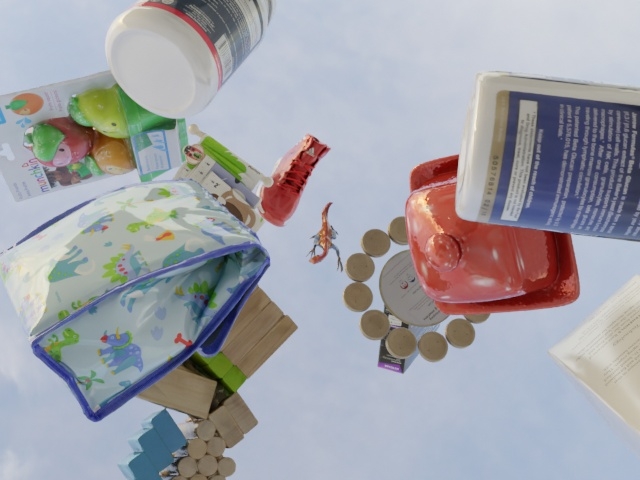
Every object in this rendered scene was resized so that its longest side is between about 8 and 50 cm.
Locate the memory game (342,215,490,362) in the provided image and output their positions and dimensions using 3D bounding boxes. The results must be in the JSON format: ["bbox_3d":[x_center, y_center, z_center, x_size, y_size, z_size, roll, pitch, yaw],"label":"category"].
[{"bbox_3d":[0.117,0.056,1.064,0.186,0.012,0.186,4,-113,-9],"label":"memory game"}]

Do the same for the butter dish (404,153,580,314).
[{"bbox_3d":[0.138,0.000,0.822,0.118,0.160,0.160,-17,-83,-51],"label":"butter dish"}]

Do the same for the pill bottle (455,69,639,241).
[{"bbox_3d":[0.172,-0.048,0.540,0.169,0.094,0.094,7,-120,5],"label":"pill bottle"}]

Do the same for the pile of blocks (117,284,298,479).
[{"bbox_3d":[-0.151,0.201,0.936,0.149,0.112,0.362,26,-113,-19],"label":"pile of blocks"}]

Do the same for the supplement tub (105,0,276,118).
[{"bbox_3d":[-0.202,-0.343,1.440,0.191,0.191,0.272,30,-131,0],"label":"supplement tub"}]

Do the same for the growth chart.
[{"bbox_3d":[-0.164,-0.029,1.281,0.172,0.021,0.237,30,-110,-14],"label":"growth chart"}]

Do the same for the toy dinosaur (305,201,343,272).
[{"bbox_3d":[0.000,0.000,1.163,0.047,0.082,0.090,-9,-83,4],"label":"toy dinosaur"}]

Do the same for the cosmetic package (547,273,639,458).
[{"bbox_3d":[0.410,0.196,0.913,0.155,0.365,0.197,-41,-71,1],"label":"cosmetic package"}]

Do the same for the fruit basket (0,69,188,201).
[{"bbox_3d":[-0.416,-0.186,1.620,0.353,0.327,0.165,-21,-114,-15],"label":"fruit basket"}]

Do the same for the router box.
[{"bbox_3d":[0.143,0.102,1.343,0.046,0.133,0.179,14,-157,22],"label":"router box"}]

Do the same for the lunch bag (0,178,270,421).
[{"bbox_3d":[-0.121,0.024,0.591,0.151,0.096,0.129,-36,-142,-11],"label":"lunch bag"}]

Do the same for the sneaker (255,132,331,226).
[{"bbox_3d":[-0.050,-0.131,1.680,0.087,0.128,0.221,29,-142,-15],"label":"sneaker"}]
